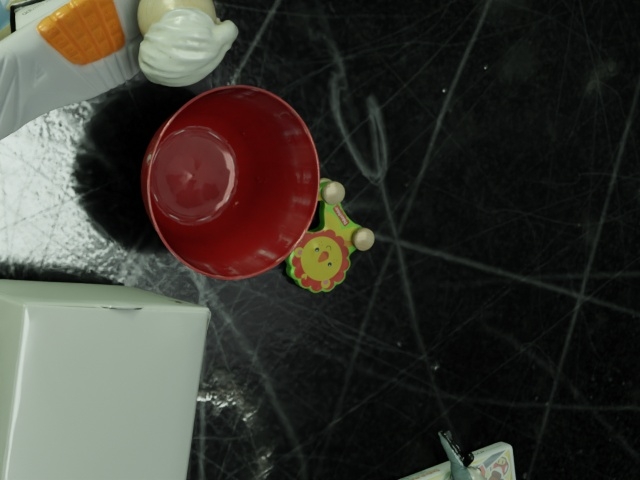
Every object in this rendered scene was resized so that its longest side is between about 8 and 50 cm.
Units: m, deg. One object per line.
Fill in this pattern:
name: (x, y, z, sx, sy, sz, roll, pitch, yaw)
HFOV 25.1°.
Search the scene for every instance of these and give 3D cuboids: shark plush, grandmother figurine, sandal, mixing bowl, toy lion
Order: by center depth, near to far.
sandal: (-0.258, -0.164, 1.266, 0.265, 0.076, 0.102, -34, 135, -38)
grandmother figurine: (-0.123, -0.307, 1.287, 0.208, 0.104, 0.342, 11, 79, -70)
mixing bowl: (-0.102, -0.059, 1.372, 0.181, 0.098, 0.181, -5, 99, -31)
toy lion: (0.000, 0.000, 1.484, 0.096, 0.034, 0.100, -39, 115, -13)
shark plush: (0.157, 0.289, 1.575, 0.067, 0.073, 0.161, -15, 113, 2)

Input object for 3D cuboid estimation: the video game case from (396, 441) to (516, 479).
video game case: (0.142, 0.363, 1.622, 0.206, 0.026, 0.227, -15, 104, -29)

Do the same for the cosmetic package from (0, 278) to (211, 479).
cosmetic package: (-0.236, 0.223, 1.288, 0.197, 0.155, 0.365, 7, 92, -39)

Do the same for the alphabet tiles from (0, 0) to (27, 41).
alphabet tiles: (-0.310, -0.343, 1.257, 0.342, 0.011, 0.285, -51, 118, -15)
